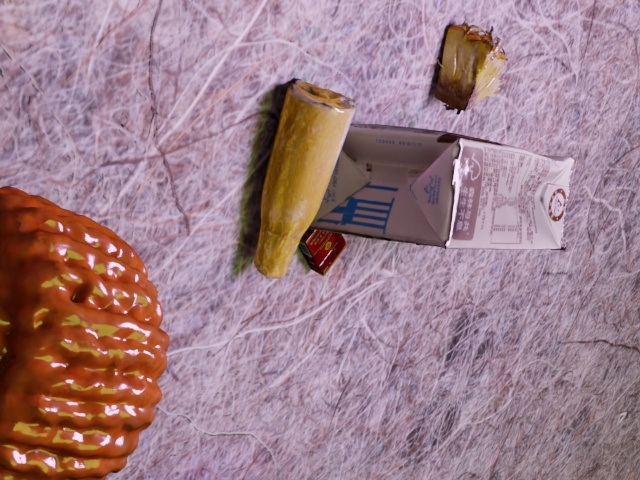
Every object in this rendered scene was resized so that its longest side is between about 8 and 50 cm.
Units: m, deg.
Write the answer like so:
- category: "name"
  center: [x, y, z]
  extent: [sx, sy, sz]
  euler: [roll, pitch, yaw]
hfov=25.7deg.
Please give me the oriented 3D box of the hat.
- category: "hat"
  center: [-0.330, 0.052, 1.046]
  extent: [0.400, 0.285, 0.285]
  euler: [33, 84, -40]

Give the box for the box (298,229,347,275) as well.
- category: "box"
  center: [0.000, 0.000, 1.685]
  extent: [0.051, 0.023, 0.082]
  euler: [-52, 148, -17]

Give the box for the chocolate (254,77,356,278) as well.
- category: "chocolate"
  center: [-0.030, -0.062, 1.546]
  extent: [0.086, 0.086, 0.219]
  euler: [-10, 124, -54]

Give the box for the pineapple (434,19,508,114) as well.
- category: "pineapple"
  center: [0.193, -0.209, 1.778]
  extent: [0.116, 0.069, 0.137]
  euler: [-56, 151, -14]

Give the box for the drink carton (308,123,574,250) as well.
- category: "drink carton"
  center: [0.150, -0.062, 1.682]
  extent: [0.324, 0.194, 0.132]
  euler: [2, 97, -57]
